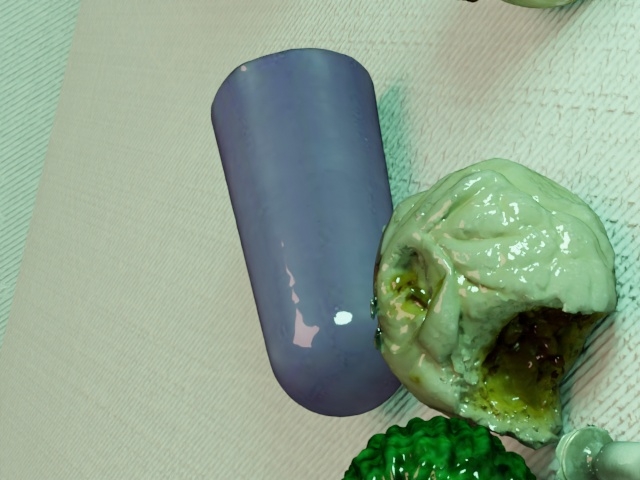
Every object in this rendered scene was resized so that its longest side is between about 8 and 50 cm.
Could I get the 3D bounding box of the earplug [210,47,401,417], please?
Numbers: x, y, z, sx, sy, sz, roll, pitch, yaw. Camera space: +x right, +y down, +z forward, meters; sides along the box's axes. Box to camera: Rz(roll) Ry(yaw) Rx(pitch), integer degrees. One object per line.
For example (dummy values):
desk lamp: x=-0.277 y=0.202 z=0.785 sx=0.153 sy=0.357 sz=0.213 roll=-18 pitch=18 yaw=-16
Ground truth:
earplug: x=0.000 y=0.000 z=1.917 sx=0.215 sy=0.215 sz=0.456 roll=-50 pitch=41 yaw=43

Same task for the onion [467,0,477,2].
onion: x=0.153 y=-0.348 z=1.618 sx=0.195 sy=0.139 sz=0.218 roll=40 pitch=153 yaw=58

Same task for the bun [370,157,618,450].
bun: x=0.154 y=0.053 z=1.576 sx=0.281 sy=0.204 sz=0.282 roll=-41 pitch=43 yaw=52

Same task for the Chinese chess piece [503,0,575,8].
Chinese chess piece: x=0.243 y=-0.377 z=1.699 sx=0.257 sy=0.104 sz=0.257 roll=-34 pitch=50 yaw=53

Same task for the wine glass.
wine glass: x=0.280 y=0.205 z=1.412 sx=0.155 sy=0.072 sz=0.072 roll=-2 pitch=77 yaw=64

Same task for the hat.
hat: x=0.127 y=0.295 z=1.556 sx=0.332 sy=0.242 sz=0.274 roll=-54 pitch=-29 yaw=-81
